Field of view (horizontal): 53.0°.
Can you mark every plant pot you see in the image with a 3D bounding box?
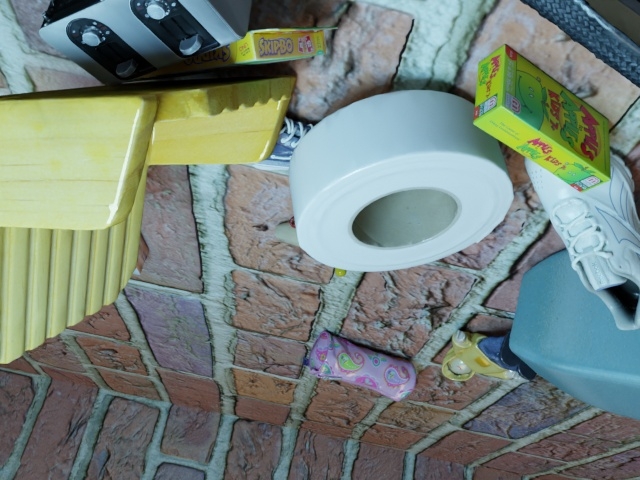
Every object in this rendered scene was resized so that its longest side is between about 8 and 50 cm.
[{"bbox_3d":[0.464,0.147,1.063,0.252,0.247,0.247,-1,151,41],"label":"plant pot"}]

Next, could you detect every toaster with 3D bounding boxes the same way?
[{"bbox_3d":[-0.161,-0.254,0.619,0.168,0.185,0.110,-12,148,24],"label":"toaster"}]

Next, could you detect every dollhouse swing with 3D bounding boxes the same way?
[{"bbox_3d":[-0.209,-0.025,0.745,0.316,0.304,0.347,3,-164,18],"label":"dollhouse swing"}]

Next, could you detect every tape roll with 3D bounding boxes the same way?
[{"bbox_3d":[0.103,-0.065,0.850,0.287,0.100,0.286,-7,150,-4],"label":"tape roll"}]

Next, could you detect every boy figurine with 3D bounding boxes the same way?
[{"bbox_3d":[0.360,0.258,1.439,0.177,0.092,0.285,36,156,-11],"label":"boy figurine"}]

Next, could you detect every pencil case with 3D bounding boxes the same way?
[{"bbox_3d":[0.105,0.331,1.668,0.284,0.124,0.124,21,151,-19],"label":"pencil case"}]

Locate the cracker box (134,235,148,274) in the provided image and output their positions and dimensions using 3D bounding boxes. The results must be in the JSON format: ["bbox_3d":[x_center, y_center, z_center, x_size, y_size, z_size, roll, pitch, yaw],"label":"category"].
[{"bbox_3d":[-0.486,-0.007,1.314,0.233,0.067,0.155,11,153,4],"label":"cracker box"}]

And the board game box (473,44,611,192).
[{"bbox_3d":[0.260,-0.138,0.746,0.181,0.092,0.043,25,149,-24],"label":"board game box"}]

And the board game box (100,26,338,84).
[{"bbox_3d":[-0.116,-0.205,0.711,0.260,0.124,0.039,0,106,36],"label":"board game box"}]

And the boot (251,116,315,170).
[{"bbox_3d":[-0.035,-0.137,0.885,0.190,0.069,0.086,-1,156,24],"label":"boot"}]

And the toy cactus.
[{"bbox_3d":[0.000,0.000,1.120,0.181,0.112,0.219,4,162,36],"label":"toy cactus"}]

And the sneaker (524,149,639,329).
[{"bbox_3d":[0.369,-0.011,0.844,0.297,0.129,0.111,49,139,-10],"label":"sneaker"}]

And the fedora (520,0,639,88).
[{"bbox_3d":[0.251,-0.214,0.488,0.334,0.334,0.152,24,120,-23],"label":"fedora"}]
